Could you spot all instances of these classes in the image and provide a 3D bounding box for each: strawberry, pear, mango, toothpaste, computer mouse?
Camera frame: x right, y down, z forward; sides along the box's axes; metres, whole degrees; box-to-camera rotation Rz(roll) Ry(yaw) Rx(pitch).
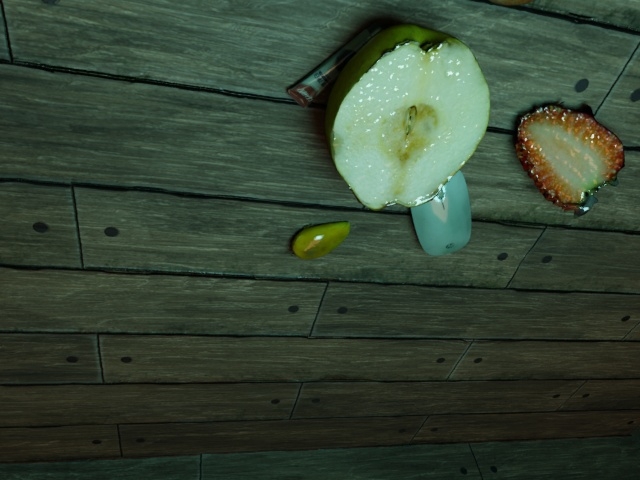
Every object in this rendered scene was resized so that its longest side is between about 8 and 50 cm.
[{"bbox_3d":[0.613,-0.230,1.256,0.233,0.138,0.306,-45,102,4],"label":"strawberry"},{"bbox_3d":[0.167,-0.271,1.061,0.340,0.191,0.386,-2,133,-14],"label":"pear"},{"bbox_3d":[0.000,0.000,1.372,0.187,0.066,0.101,-22,134,-2],"label":"mango"},{"bbox_3d":[0.035,-0.372,1.048,0.239,0.039,0.062,-34,137,22],"label":"toothpaste"},{"bbox_3d":[0.334,-0.066,1.353,0.159,0.097,0.288,-15,134,6],"label":"computer mouse"}]

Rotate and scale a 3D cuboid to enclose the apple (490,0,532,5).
[{"bbox_3d":[0.348,-0.521,0.878,0.188,0.174,0.188,-4,131,-5],"label":"apple"}]
